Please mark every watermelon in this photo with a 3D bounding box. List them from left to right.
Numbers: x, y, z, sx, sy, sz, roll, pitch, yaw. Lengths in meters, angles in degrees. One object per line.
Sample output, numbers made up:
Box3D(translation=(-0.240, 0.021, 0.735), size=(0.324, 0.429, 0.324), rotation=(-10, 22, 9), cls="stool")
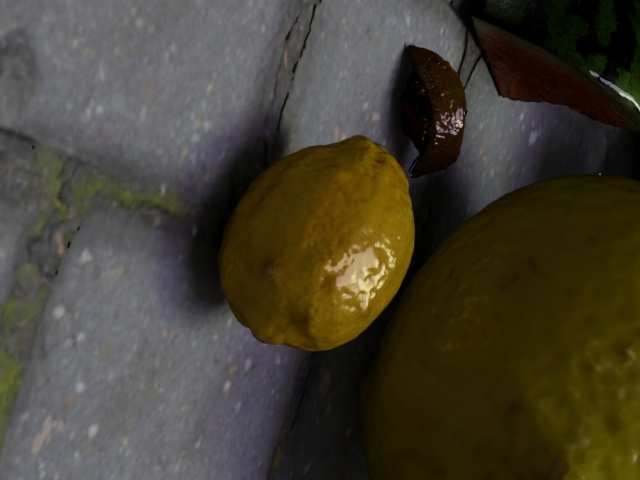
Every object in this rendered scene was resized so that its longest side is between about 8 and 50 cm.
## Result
Box3D(translation=(0.213, -0.160, 1.247), size=(0.193, 0.145, 0.137), rotation=(-35, 137, -50), cls="watermelon")

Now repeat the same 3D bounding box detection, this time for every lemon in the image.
Box3D(translation=(0.000, 0.000, 0.977), size=(0.155, 0.114, 0.114), rotation=(-60, 149, -26), cls="lemon")
Box3D(translation=(0.196, 0.136, 1.170), size=(0.387, 0.350, 0.350), rotation=(-54, 146, -27), cls="lemon")

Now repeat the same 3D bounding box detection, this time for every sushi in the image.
Box3D(translation=(0.080, -0.093, 1.141), size=(0.050, 0.047, 0.099), rotation=(-148, -125, -75), cls="sushi")
